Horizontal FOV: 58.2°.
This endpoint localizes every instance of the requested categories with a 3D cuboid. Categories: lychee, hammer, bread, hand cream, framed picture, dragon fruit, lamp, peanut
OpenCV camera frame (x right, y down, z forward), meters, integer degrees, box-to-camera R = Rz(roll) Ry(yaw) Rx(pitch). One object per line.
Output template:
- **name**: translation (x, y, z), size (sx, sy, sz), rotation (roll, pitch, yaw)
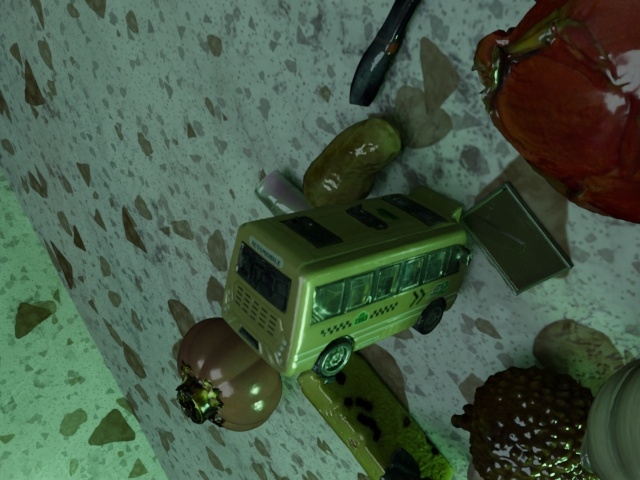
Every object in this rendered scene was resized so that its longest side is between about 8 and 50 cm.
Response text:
- **lychee**: translation (0.305, 0.285, 0.853), size (0.238, 0.200, 0.200), rotation (-1, 114, 35)
- **hammer**: translation (0.110, -0.300, 0.798), size (0.137, 0.037, 0.290), rotation (47, 140, 17)
- **bread**: translation (0.107, 0.372, 1.163), size (0.361, 0.138, 0.077), rotation (50, 139, 11)
- **hand cream**: translation (0.000, 0.000, 1.095), size (0.312, 0.070, 0.111), rotation (46, 138, 10)
- **framed picture**: translation (0.278, 0.001, 0.834), size (0.149, 0.011, 0.109), rotation (55, 141, 6)
- **dragon fruit**: translation (0.314, -0.144, 0.497), size (0.342, 0.277, 0.277), rotation (-16, 102, 49)
- **lamp**: translation (-0.244, 0.346, 1.446), size (0.305, 0.239, 0.305), rotation (26, 131, 33)
- **peanut**: translation (0.050, -0.121, 0.939), size (0.108, 0.095, 0.226), rotation (42, 138, -4)

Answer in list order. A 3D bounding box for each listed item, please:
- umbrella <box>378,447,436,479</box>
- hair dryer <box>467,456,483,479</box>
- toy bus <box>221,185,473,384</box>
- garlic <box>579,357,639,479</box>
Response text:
- **umbrella**: translation (0.264, 0.489, 1.017), size (0.349, 0.143, 0.094), rotation (22, 138, 9)
- **hair dryer**: translation (0.262, 0.430, 0.872), size (0.189, 0.344, 0.106), rotation (18, 113, 41)
- **toy bus**: translation (0.054, 0.046, 0.830), size (0.177, 0.365, 0.202), rotation (34, 124, 38)
- **garlic**: translation (0.443, 0.215, 0.582), size (0.322, 0.322, 0.241), rotation (-20, 73, 51)
